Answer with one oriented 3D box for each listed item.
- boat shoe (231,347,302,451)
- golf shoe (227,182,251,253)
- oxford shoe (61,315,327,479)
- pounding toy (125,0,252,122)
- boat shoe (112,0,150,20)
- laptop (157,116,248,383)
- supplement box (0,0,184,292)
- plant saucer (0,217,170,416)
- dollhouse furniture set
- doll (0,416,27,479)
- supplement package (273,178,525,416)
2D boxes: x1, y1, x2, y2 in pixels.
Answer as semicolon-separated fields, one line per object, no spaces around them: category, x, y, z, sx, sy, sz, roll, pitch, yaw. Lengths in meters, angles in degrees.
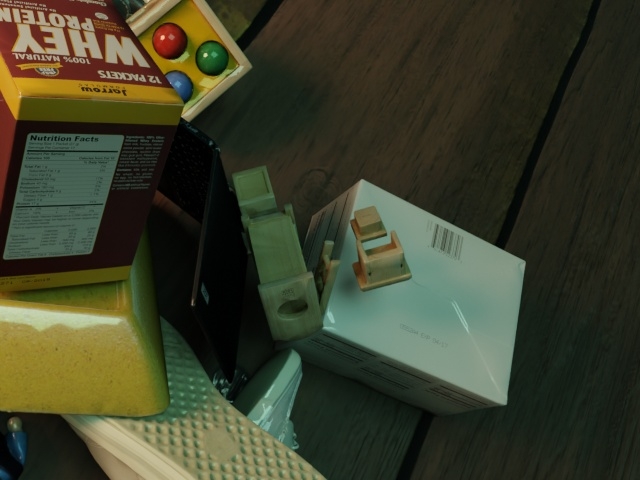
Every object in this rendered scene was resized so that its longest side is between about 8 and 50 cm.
boat shoe;-0.072;0.234;0.858;0.081;0.079;0.228;39;64;-18
golf shoe;-0.130;-0.062;0.926;0.176;0.086;0.069;49;59;-2
oxford shoe;-0.162;0.197;0.747;0.449;0.130;0.169;39;32;17
pounding toy;-0.219;-0.216;0.890;0.206;0.094;0.181;-43;119;-10
boat shoe;-0.262;-0.310;0.965;0.079;0.084;0.233;-44;105;3
laptop;-0.158;-0.014;0.772;0.264;0.234;0.136;36;69;18
supplement box;-0.237;-0.094;0.648;0.129;0.194;0.191;-4;45;-39
plant saucer;-0.310;0.005;0.714;0.332;0.081;0.333;8;38;-25
dollhouse furniture set;0.000;0.000;0.848;0.160;0.101;0.182;-14;48;-4
doll;-0.351;0.207;0.728;0.189;0.046;0.129;55;47;-8
supplement package;0.106;0.082;0.963;0.261;0.145;0.204;25;63;-19
